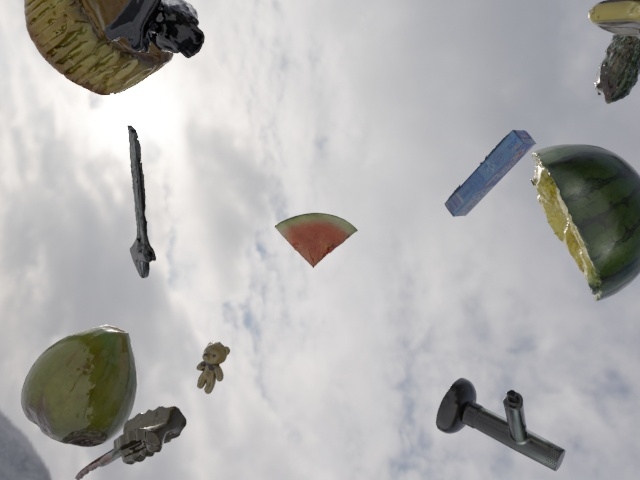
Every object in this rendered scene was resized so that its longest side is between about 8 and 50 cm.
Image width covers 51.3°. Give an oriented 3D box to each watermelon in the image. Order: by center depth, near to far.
[{"bbox_3d":[0.176,-0.019,0.421,0.062,0.105,0.105,-26,-105,18],"label":"watermelon"},{"bbox_3d":[-0.004,-0.018,1.577,0.145,0.193,0.137,-42,-123,2],"label":"watermelon"}]

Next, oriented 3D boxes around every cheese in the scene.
[{"bbox_3d":[0.480,-0.333,1.024,0.086,0.163,0.036,7,-86,42],"label":"cheese"}]

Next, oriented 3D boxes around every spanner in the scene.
[{"bbox_3d":[-0.346,-0.065,1.270,0.093,0.026,0.325,36,-47,44],"label":"spanner"}]

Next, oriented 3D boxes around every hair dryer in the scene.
[{"bbox_3d":[0.450,0.419,1.684,0.320,0.156,0.284,14,-50,41],"label":"hair dryer"}]

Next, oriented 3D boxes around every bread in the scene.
[{"bbox_3d":[-0.361,-0.372,1.097,0.143,0.227,0.253,-19,-106,29],"label":"bread"}]

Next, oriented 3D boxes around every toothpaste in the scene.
[{"bbox_3d":[0.423,-0.164,1.680,0.272,0.066,0.053,-52,-123,36],"label":"toothpaste"}]

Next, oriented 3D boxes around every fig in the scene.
[{"bbox_3d":[-0.505,0.308,1.452,0.239,0.239,0.271,28,-99,49],"label":"fig"}]

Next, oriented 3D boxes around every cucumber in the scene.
[{"bbox_3d":[0.655,-0.426,1.380,0.096,0.359,0.096,32,-13,8],"label":"cucumber"}]

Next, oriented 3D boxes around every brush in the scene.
[{"bbox_3d":[-0.350,0.365,1.167,0.301,0.084,0.071,-34,-88,34],"label":"brush"}]

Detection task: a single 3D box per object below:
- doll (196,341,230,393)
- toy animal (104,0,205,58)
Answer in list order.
[{"bbox_3d":[-0.200,0.236,1.241,0.062,0.051,0.093,21,-63,27],"label":"doll"},{"bbox_3d":[-0.197,-0.308,0.947,0.117,0.210,0.121,29,-77,3],"label":"toy animal"}]
